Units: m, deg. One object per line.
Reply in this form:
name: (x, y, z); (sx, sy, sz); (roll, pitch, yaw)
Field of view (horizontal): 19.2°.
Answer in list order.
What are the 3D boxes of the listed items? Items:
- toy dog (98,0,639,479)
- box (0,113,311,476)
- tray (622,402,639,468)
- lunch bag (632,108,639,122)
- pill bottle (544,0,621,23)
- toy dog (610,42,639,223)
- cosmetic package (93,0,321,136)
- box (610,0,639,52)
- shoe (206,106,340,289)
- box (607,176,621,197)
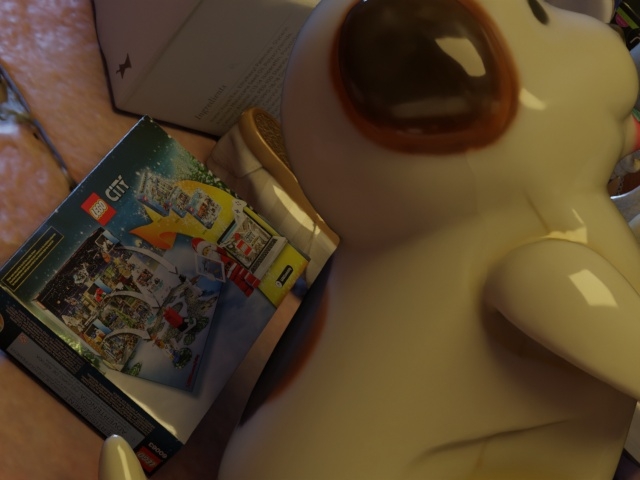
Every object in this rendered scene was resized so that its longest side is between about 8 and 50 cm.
toy dog: (0.076, 0.034, 1.143); (0.396, 0.407, 0.284); (3, 8, 6)
box: (-0.115, 0.030, 1.268); (0.159, 0.044, 0.233); (41, 36, -5)
tray: (0.215, 0.127, 1.400); (0.145, 0.030, 0.270); (45, 1, 2)
lunch bag: (0.447, -0.132, 1.862); (0.262, 0.160, 0.223); (21, 28, 26)
pill bottle: (0.247, -0.263, 1.842); (0.112, 0.112, 0.186); (40, 37, -5)
toy dog: (0.201, -0.049, 1.465); (0.161, 0.334, 0.220); (41, 58, -32)
cosmetic package: (-0.056, -0.179, 1.439); (0.184, 0.151, 0.151); (13, 45, -35)
box: (0.323, -0.218, 1.921); (0.062, 0.052, 0.083); (45, 37, 2)
shoe: (0.000, 0.000, 1.407); (0.219, 0.058, 0.076); (50, 17, 2)
box: (0.187, -0.142, 1.730); (0.225, 0.036, 0.136); (33, 37, -17)
